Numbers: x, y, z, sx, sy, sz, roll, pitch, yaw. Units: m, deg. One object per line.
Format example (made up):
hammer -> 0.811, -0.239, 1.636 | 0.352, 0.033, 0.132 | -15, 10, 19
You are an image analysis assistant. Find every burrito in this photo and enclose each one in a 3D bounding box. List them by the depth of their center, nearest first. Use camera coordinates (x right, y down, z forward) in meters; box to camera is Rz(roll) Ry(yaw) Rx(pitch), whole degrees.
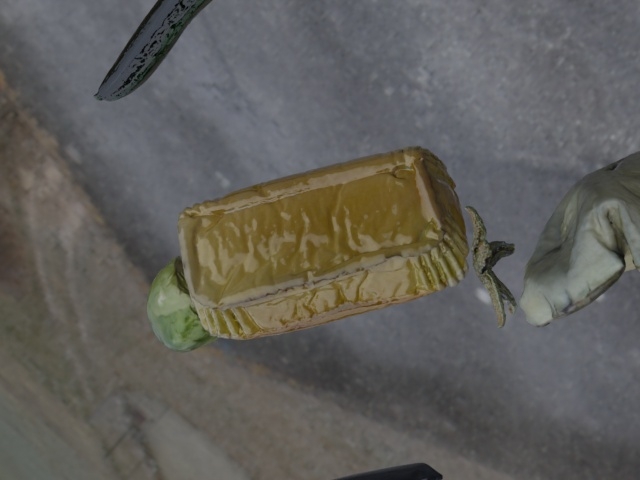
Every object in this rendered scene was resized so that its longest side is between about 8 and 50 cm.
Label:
burrito -> 0.333, -0.015, 1.382 | 0.190, 0.332, 0.135 | -21, 91, 33

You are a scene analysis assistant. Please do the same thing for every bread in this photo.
bread -> 0.000, 0.000, 1.220 | 0.119, 0.288, 0.153 | 65, -169, -66

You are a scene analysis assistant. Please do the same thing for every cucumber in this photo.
cucumber -> -0.176, -0.268, 1.479 | 0.056, 0.056, 0.284 | 44, 111, -6

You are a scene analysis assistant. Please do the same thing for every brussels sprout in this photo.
brussels sprout -> -0.221, 0.112, 1.984 | 0.149, 0.122, 0.151 | 49, -172, 27

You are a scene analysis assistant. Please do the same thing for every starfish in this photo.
starfish -> 0.264, 0.051, 1.884 | 0.053, 0.176, 0.208 | -19, 144, 20

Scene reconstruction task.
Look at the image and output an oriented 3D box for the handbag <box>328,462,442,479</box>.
handbag -> 0.022, 0.345, 1.527 | 0.211, 0.254, 0.089 | 85, 174, -62
